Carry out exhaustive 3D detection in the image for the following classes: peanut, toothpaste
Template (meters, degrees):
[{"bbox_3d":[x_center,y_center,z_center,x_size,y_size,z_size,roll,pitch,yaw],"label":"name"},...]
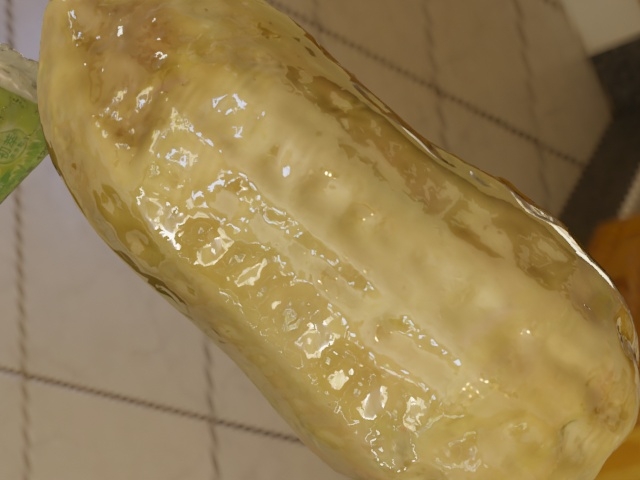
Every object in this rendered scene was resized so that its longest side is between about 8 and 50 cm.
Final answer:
[{"bbox_3d":[0.000,0.000,0.615,0.236,0.110,0.120,39,30,5],"label":"peanut"},{"bbox_3d":[-0.202,0.005,0.852,0.078,0.248,0.047,25,27,-56],"label":"toothpaste"}]
